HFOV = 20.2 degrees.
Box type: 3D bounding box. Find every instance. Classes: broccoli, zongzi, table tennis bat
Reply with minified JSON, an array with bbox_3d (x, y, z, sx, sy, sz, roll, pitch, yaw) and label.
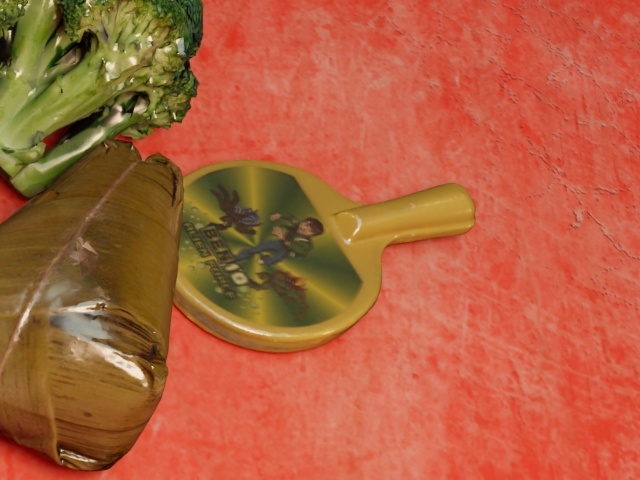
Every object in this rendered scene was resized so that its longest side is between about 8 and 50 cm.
[{"bbox_3d":[-0.230,-0.173,1.509,0.294,0.265,0.245,42,71,-30],"label":"broccoli"},{"bbox_3d":[-0.259,0.020,1.384,0.300,0.145,0.274,12,45,-9],"label":"zongzi"},{"bbox_3d":[0.000,0.000,1.593,0.320,0.050,0.198,-13,58,-29],"label":"table tennis bat"}]
